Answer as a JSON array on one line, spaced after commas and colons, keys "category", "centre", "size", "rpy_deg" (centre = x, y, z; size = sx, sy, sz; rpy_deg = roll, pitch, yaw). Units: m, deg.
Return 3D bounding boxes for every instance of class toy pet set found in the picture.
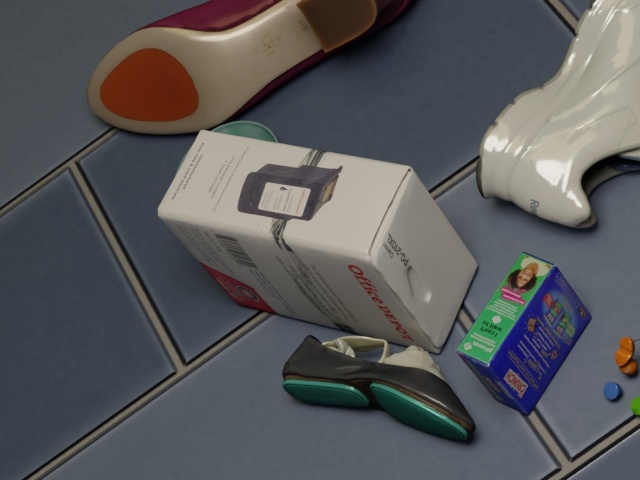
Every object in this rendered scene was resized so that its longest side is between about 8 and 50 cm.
[{"category": "toy pet set", "centre": [0.313, 0.100, 1.597], "size": [0.122, 0.065, 0.114], "rpy_deg": [30, 111, 42]}]

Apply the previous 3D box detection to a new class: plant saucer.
[{"category": "plant saucer", "centre": [-0.090, -0.066, 1.945], "size": [0.119, 0.021, 0.119], "rpy_deg": [-15, 52, 20]}]

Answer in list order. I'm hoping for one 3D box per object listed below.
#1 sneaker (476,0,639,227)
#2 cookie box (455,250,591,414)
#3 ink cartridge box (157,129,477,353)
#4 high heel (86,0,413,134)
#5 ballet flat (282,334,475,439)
[{"category": "sneaker", "centre": [0.270, -0.132, 1.755], "size": [0.129, 0.111, 0.297], "rpy_deg": [34, 82, 24]}, {"category": "cookie box", "centre": [0.174, 0.080, 1.651], "size": [0.040, 0.092, 0.107], "rpy_deg": [22, 71, 41]}, {"category": "ink cartridge box", "centre": [0.000, 0.000, 1.749], "size": [0.237, 0.172, 0.100], "rpy_deg": [12, 65, 34]}, {"category": "high heel", "centre": [-0.064, -0.215, 2.011], "size": [0.377, 0.127, 0.181], "rpy_deg": [-14, 20, 28]}, {"category": "ballet flat", "centre": [0.057, 0.120, 1.705], "size": [0.203, 0.074, 0.074], "rpy_deg": [10, 64, 36]}]
